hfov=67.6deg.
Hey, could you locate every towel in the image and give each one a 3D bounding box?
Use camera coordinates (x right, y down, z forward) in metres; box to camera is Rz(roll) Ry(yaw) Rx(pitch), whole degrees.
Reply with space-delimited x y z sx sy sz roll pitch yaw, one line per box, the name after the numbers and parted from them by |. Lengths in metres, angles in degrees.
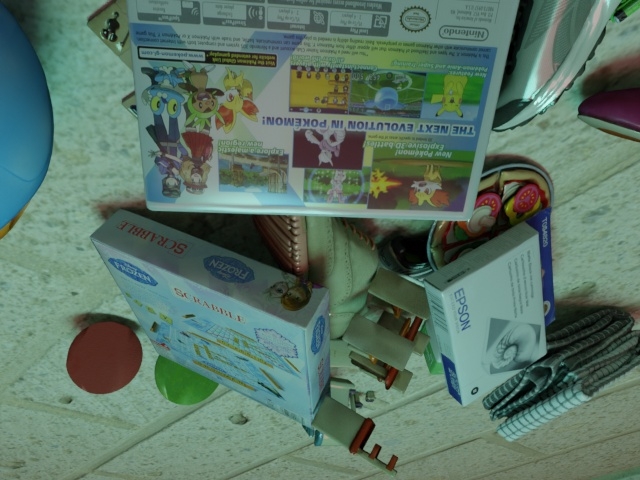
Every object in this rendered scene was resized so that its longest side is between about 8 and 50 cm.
0.471 0.257 0.936 0.284 0.121 0.235 -13 147 -31 | towel

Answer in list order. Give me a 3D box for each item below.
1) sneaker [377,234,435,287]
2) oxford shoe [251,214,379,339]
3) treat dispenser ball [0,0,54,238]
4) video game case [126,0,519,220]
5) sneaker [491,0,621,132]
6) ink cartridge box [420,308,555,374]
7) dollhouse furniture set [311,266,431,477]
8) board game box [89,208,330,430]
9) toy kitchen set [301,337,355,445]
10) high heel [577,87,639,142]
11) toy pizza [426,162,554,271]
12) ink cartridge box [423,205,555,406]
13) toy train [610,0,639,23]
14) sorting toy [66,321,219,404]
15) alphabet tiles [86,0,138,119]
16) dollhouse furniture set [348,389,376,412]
0.168 0.034 0.738 0.171 0.063 0.074 15 141 -15 | sneaker
0.000 0.000 0.660 0.147 0.140 0.397 -24 142 -15 | oxford shoe
-0.363 -0.100 0.357 0.288 0.288 0.288 -3 139 -3 | treat dispenser ball
0.002 -0.164 0.427 0.329 0.036 0.299 2 116 -6 | video game case
0.218 -0.223 0.442 0.108 0.100 0.271 23 135 -2 | sneaker
0.288 0.149 0.860 0.160 0.092 0.219 -1 139 -7 | ink cartridge box
0.110 0.205 0.738 0.135 0.259 0.262 25 162 19 | dollhouse furniture set
-0.139 0.127 0.699 0.319 0.066 0.318 20 143 17 | board game box
-0.012 0.297 0.976 0.122 0.207 0.166 6 173 -13 | toy kitchen set
0.485 -0.183 0.528 0.378 0.127 0.181 5 109 -6 | high heel
0.245 -0.014 0.673 0.201 0.032 0.201 -11 129 -14 | toy pizza
0.261 0.095 0.670 0.224 0.045 0.223 -28 121 -15 | ink cartridge box
0.322 -0.245 0.467 0.017 0.023 0.083 28 128 -33 | toy train
-0.290 0.240 0.921 0.366 0.127 0.126 17 163 -27 | sorting toy
-0.115 -0.168 0.519 0.198 0.009 0.237 -24 135 20 | alphabet tiles
0.077 0.425 1.161 0.091 0.081 0.114 8 137 -15 | dollhouse furniture set
